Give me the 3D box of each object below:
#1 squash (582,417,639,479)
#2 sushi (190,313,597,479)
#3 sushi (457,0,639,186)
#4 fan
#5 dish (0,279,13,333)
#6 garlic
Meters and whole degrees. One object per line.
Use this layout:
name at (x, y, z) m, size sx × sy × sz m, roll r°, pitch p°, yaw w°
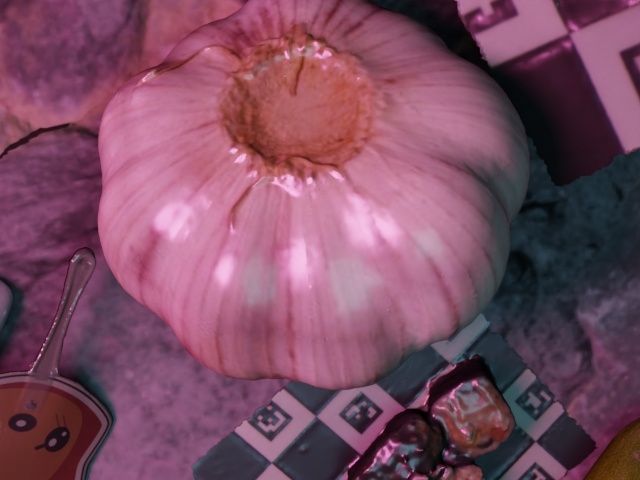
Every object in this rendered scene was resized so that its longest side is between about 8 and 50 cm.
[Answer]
squash at (0.169, 0.230, 1.014) m, size 0.069 × 0.069 × 0.258 m, roll 34°, pitch 96°, yaw -18°
sushi at (0.057, 0.153, 0.978) m, size 0.215 × 0.050 × 0.192 m, roll -42°, pitch 108°, yaw 1°
sushi at (0.228, -0.242, 0.805) m, size 0.373 × 0.100 × 0.296 m, roll -26°, pitch 99°, yaw 25°
fan at (-0.180, 0.104, 0.911) m, size 0.132 × 0.009 × 0.220 m, roll 13°, pitch 106°, yaw -41°
dish at (-0.308, 0.111, 0.880) m, size 0.182 × 0.080 × 0.243 m, roll 22°, pitch 100°, yaw -16°
garlic at (0.000, 0.000, 0.875) m, size 0.245 × 0.245 × 0.253 m, roll -17°, pitch 143°, yaw -7°
